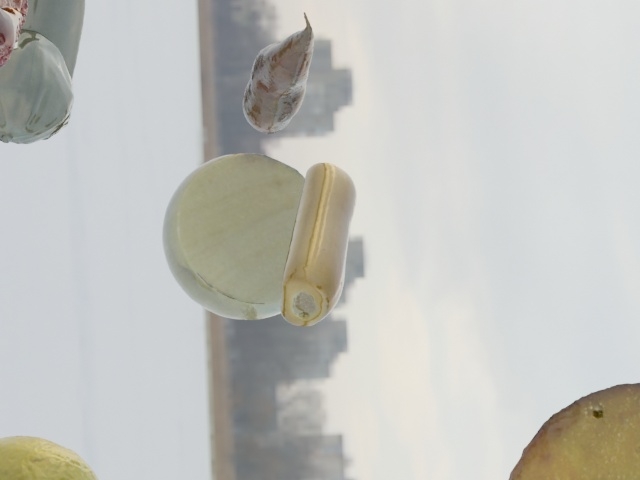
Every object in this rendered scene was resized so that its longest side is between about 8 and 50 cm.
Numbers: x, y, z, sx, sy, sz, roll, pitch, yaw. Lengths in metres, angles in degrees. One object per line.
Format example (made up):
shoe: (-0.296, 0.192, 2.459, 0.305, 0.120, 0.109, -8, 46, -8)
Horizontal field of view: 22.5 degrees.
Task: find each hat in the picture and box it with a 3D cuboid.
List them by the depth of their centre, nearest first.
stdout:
hat: (-0.318, -0.209, 1.748, 0.173, 0.166, 0.144, -61, -146, 29)

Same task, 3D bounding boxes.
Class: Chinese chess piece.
Chinese chess piece: (-0.110, -0.005, 2.372, 0.097, 0.251, 0.250, 140, -51, -64)

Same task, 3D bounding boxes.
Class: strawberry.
strawberry: (-0.276, -0.194, 1.332, 0.152, 0.048, 0.103, -39, 112, -68)

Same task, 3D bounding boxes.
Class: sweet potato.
sweet potato: (-0.032, -0.143, 1.369, 0.195, 0.056, 0.056, 121, -32, -68)

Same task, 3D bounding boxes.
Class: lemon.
lemon: (-0.407, 0.364, 2.182, 0.204, 0.260, 0.204, 11, 90, -78)

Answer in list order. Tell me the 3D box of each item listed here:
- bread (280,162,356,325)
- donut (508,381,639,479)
bread: (0.000, 0.000, 1.979, 0.239, 0.074, 0.092, -79, 173, -47)
donut: (0.320, 0.282, 1.495, 0.110, 0.303, 0.302, 51, 31, -58)
